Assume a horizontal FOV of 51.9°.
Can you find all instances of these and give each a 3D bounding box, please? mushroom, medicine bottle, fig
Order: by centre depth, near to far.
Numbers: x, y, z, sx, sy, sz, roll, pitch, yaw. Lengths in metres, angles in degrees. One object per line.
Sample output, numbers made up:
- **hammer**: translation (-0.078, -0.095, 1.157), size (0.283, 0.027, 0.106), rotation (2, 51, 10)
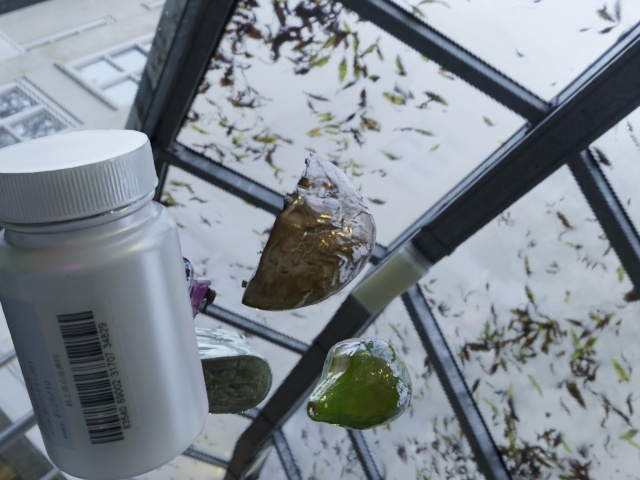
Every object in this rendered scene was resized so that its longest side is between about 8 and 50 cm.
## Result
- **medicine bottle**: translation (-0.128, 0.036, 0.385), size (0.102, 0.102, 0.187), rotation (14, -60, 38)
- **mushroom**: translation (0.000, 0.000, 0.957), size (0.151, 0.286, 0.156), rotation (26, -37, -1)
- **fig**: translation (0.060, 0.326, 1.399), size (0.206, 0.275, 0.206), rotation (15, -67, 37)

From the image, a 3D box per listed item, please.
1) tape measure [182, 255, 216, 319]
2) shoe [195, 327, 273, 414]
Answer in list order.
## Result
- **tape measure**: translation (-0.333, 0.070, 1.189), size (0.245, 0.149, 0.231), rotation (25, -3, 13)
- **shoe**: translation (-0.235, 0.183, 0.962), size (0.159, 0.316, 0.124), rotation (-121, -147, -64)
